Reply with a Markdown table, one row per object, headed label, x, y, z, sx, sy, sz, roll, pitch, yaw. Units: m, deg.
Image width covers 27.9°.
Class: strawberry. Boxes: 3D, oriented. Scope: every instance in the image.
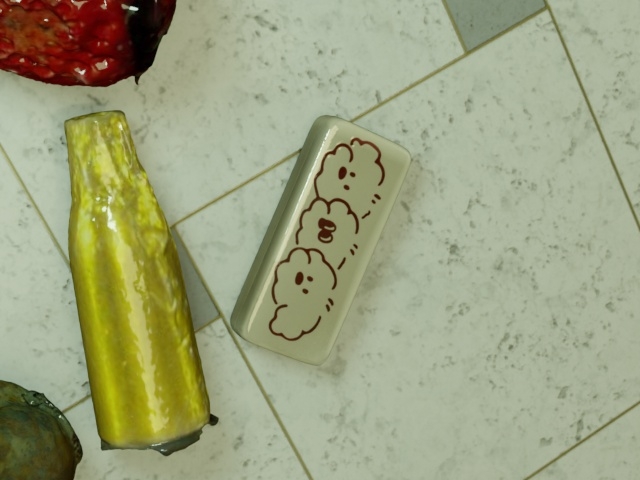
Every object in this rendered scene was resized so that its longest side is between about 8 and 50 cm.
| label | x | y | z | sx | sy | sz | roll | pitch | yaw |
| --- | --- | --- | --- | --- | --- | --- | --- | --- | --- |
| strawberry | -0.318 | -0.322 | 1.538 | 0.310 | 0.292 | 0.291 | 22 | 91 | -7 |

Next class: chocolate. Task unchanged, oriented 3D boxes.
| label | x | y | z | sx | sy | sz | roll | pitch | yaw |
| --- | --- | --- | --- | --- | --- | --- | --- | --- | --- |
| chocolate | -0.246 | 0.051 | 1.687 | 0.162 | 0.162 | 0.445 | -12 | 102 | -18 |

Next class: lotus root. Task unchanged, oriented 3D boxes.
| label | x | y | z | sx | sy | sz | roll | pitch | yaw |
| --- | --- | --- | --- | --- | --- | --- | --- | --- | --- |
| lotus root | -0.467 | 0.305 | 1.595 | 0.346 | 0.250 | 0.250 | -27 | 109 | -36 |

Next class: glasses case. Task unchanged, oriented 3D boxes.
| label | x | y | z | sx | sy | sz | roll | pitch | yaw |
| --- | --- | --- | --- | --- | --- | --- | --- | --- | --- |
| glasses case | 0.000 | 0.000 | 1.813 | 0.144 | 0.076 | 0.336 | 22 | 92 | -23 |
